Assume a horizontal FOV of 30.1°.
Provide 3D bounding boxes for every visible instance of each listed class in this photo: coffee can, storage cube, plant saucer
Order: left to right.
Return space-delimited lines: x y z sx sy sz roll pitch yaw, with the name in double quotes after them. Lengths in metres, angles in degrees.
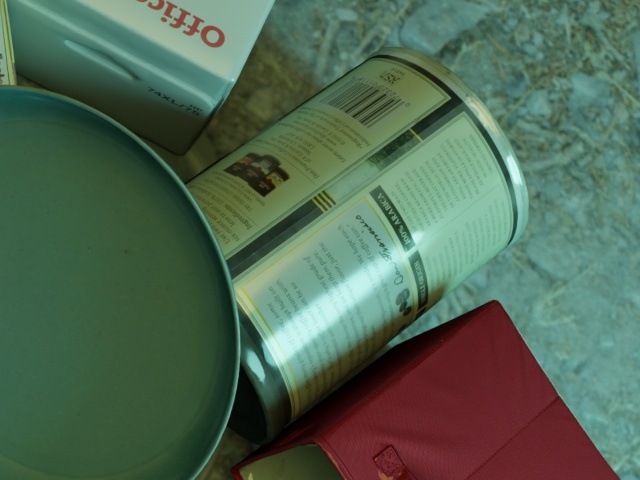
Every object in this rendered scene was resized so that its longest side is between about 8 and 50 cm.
-0.195 0.048 0.826 0.318 0.044 0.317 5 106 18 "plant saucer"
0.000 0.000 0.949 0.275 0.201 0.201 -36 90 -21 "coffee can"
0.079 0.187 0.930 0.193 0.215 0.183 -34 88 -28 "storage cube"

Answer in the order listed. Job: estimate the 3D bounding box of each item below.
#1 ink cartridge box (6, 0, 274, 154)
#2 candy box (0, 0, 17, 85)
-0.125 -0.249 0.970 0.198 0.197 0.270 27 71 -10 "ink cartridge box"
-0.388 -0.102 0.862 0.317 0.183 0.087 -7 80 -19 "candy box"
